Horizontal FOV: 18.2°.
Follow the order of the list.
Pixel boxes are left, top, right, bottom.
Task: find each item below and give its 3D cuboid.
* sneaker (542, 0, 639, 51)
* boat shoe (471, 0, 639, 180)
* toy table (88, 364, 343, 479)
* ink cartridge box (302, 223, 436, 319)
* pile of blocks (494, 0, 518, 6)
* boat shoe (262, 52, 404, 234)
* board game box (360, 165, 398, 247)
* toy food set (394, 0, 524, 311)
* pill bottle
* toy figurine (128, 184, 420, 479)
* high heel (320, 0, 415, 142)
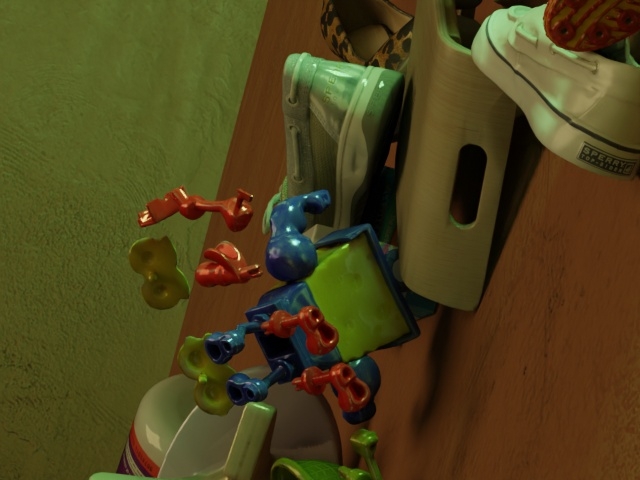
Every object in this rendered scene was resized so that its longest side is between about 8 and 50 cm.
[{"bbox_3d":[0.206,-0.187,1.245,0.175,0.064,0.067,-47,13,8],"label":"sneaker"},{"bbox_3d":[0.175,-0.122,1.349,0.258,0.095,0.084,-119,48,-62],"label":"boat shoe"},{"bbox_3d":[-0.080,0.259,1.836,0.161,0.252,0.274,-34,-49,-78],"label":"toy table"},{"bbox_3d":[0.038,0.029,1.765,0.088,0.122,0.052,147,137,-76],"label":"ink cartridge box"},{"bbox_3d":[0.174,-0.317,1.672,0.113,0.149,0.362,-26,41,16],"label":"pile of blocks"},{"bbox_3d":[0.001,-0.066,1.814,0.320,0.103,0.118,104,-172,-65],"label":"boat shoe"},{"bbox_3d":[0.057,0.008,1.921,0.210,0.047,0.160,-144,71,-81],"label":"board game box"},{"bbox_3d":[0.123,-0.113,1.670,0.306,0.092,0.219,-89,5,-61],"label":"toy food set"},{"bbox_3d":[-0.158,0.321,2.280,0.181,0.181,0.323,-89,17,-57],"label":"pill bottle"},{"bbox_3d":[0.031,0.082,1.629,0.217,0.362,0.191,-31,7,-38],"label":"toy figurine"},{"bbox_3d":[0.056,-0.219,1.929,0.261,0.093,0.186,114,133,-70],"label":"high heel"}]
